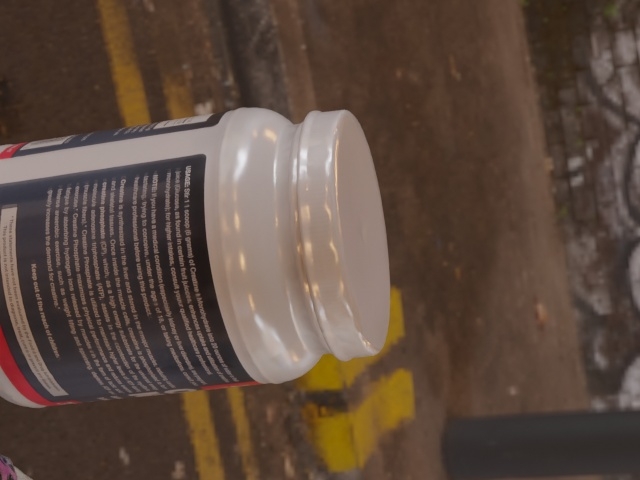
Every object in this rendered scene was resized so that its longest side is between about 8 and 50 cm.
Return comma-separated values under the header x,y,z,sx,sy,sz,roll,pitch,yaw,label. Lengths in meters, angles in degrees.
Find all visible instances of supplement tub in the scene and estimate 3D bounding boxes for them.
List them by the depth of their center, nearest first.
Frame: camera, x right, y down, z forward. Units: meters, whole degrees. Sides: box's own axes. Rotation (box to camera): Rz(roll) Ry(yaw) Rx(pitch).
x,y,z,sx,sy,sz,roll,pitch,yaw,label
-0.101,0.011,0.870,0.191,0.272,0.191,-7,90,-77,supplement tub

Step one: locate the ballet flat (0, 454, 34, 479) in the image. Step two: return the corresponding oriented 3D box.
x,y,z,sx,sy,sz,roll,pitch,yaw,label
-0.188,0.183,0.718,0.077,0.079,0.221,-107,-153,-43,ballet flat
